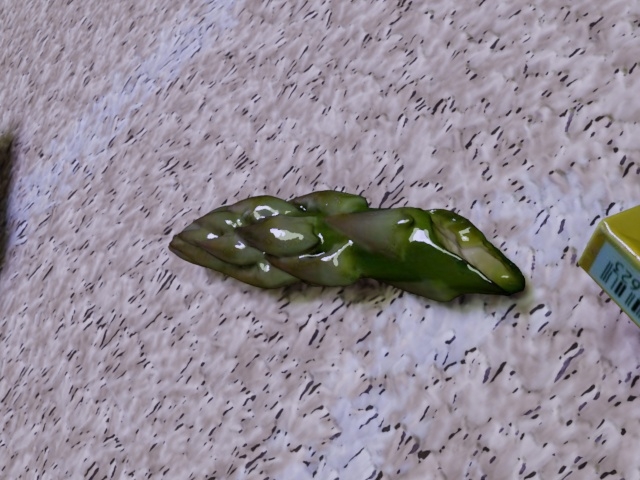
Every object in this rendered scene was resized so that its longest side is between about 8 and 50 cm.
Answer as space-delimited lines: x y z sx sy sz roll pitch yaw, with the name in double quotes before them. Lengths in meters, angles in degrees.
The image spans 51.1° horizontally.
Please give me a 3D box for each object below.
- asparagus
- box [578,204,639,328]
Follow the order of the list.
"asparagus" 0.000 0.000 0.490 0.287 0.080 0.080 -1 68 31
"box" 0.260 0.071 0.277 0.153 0.041 0.279 -18 52 -20
